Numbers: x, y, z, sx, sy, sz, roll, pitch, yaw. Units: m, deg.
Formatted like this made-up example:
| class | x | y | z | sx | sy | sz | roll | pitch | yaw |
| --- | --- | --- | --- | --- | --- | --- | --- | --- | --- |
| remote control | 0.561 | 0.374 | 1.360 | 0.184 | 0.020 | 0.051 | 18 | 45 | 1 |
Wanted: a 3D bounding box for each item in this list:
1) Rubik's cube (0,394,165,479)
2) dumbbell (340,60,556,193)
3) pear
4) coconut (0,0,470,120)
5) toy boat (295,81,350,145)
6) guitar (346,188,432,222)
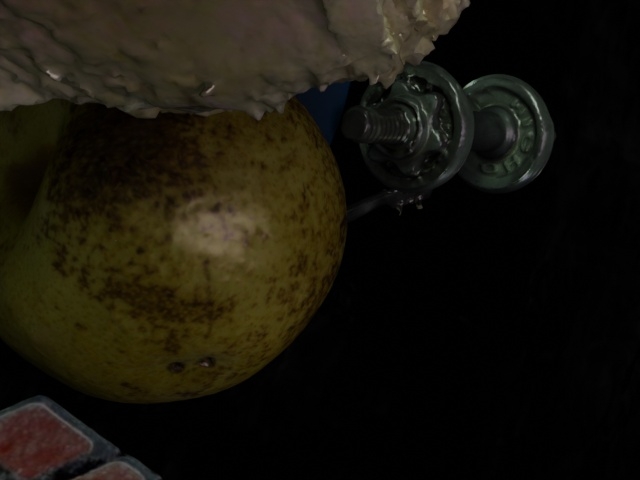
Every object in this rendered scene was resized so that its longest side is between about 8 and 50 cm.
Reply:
| class | x | y | z | sx | sy | sz | roll | pitch | yaw |
| --- | --- | --- | --- | --- | --- | --- | --- | --- | --- |
| Rubik's cube | -0.144 | 0.227 | 0.858 | 0.264 | 0.319 | 0.319 | -52 | 129 | -14 |
| dumbbell | 0.086 | -0.070 | 1.194 | 0.254 | 0.081 | 0.082 | -3 | 98 | -58 |
| pear | -0.077 | -0.009 | 0.963 | 0.197 | 0.197 | 0.197 | -9 | 102 | -45 |
| coconut | -0.101 | -0.270 | 0.776 | 0.404 | 0.404 | 0.405 | -9 | 102 | -45 |
| toy boat | -0.016 | -0.163 | 1.102 | 0.096 | 0.061 | 0.299 | 1 | 95 | -46 |
| guitar | 0.000 | 0.000 | 1.153 | 0.233 | 0.025 | 0.088 | -24 | 143 | -46 |
